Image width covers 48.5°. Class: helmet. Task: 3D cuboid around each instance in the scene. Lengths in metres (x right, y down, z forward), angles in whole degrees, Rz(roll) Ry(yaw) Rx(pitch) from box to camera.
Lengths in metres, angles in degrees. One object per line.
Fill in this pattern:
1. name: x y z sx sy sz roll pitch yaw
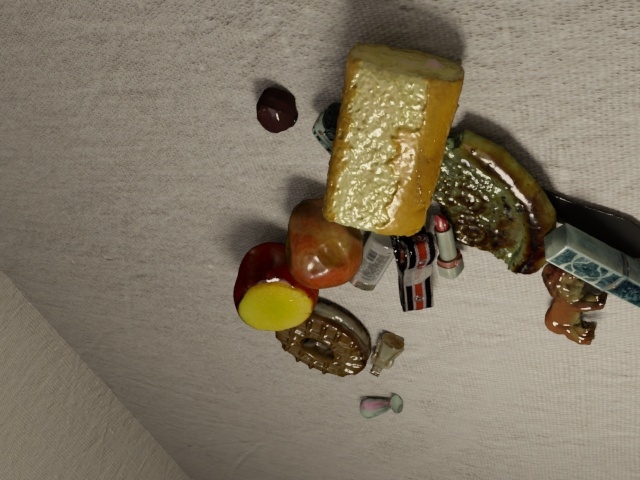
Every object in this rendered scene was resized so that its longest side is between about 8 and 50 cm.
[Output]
1. helmet: -0.107 -0.291 1.646 0.098 0.070 0.123 17 142 15

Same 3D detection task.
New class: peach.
1. peach: -0.132 0.120 2.018 0.245 0.249 0.274 63 159 22
2. peach: 0.000 0.000 1.827 0.214 0.214 0.235 -1 117 34

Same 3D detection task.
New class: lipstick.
1. lipstick: 0.300 0.007 1.690 0.057 0.063 0.186 21 146 38
2. lipstick: 0.611 0.057 1.532 0.290 0.076 0.077 26 141 -17

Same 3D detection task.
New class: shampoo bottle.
1. shampoo bottle: 0.141 0.056 1.911 0.086 0.056 0.227 24 144 2

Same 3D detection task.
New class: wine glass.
1. wine glass: 0.213 0.579 2.490 0.073 0.073 0.155 44 139 -19

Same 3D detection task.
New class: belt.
1. belt: 0.236 0.072 1.791 0.094 0.126 0.359 -18 143 -2

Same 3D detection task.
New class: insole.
1. insole: 0.585 -0.037 1.539 0.310 0.012 0.110 23 149 9

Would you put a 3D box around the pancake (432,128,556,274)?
1. pancake: 0.369 -0.075 1.580 0.305 0.067 0.426 11 145 28

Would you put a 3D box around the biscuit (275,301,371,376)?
1. biscuit: 0.007 0.315 2.276 0.332 0.103 0.332 19 142 15

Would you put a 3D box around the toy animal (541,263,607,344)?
1. toy animal: 0.598 0.155 1.706 0.158 0.097 0.312 20 145 22

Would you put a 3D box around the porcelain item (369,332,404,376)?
1. porcelain item: 0.203 0.366 2.248 0.084 0.054 0.213 27 143 7

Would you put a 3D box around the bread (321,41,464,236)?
1. bread: 0.145 -0.202 1.450 0.237 0.165 0.375 11 124 4

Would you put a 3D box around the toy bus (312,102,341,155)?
1. toy bus: 0.060 -0.220 1.611 0.194 0.087 0.089 45 151 -23
